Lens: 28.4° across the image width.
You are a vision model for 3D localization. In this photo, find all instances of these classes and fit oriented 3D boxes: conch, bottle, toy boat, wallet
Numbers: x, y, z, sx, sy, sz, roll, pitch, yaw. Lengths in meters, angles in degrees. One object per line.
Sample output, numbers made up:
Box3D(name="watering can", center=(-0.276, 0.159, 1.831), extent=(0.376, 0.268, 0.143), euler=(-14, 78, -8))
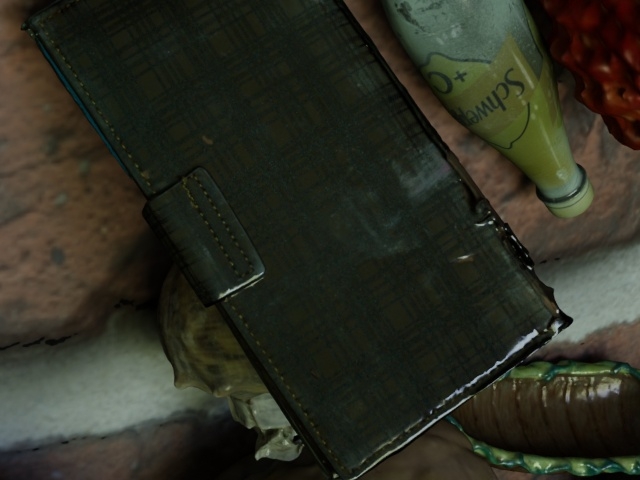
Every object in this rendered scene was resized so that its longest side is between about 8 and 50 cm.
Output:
Box3D(name="conch", center=(0.007, 0.009, 0.808), extent=(0.210, 0.159, 0.291), euler=(-2, 115, -31))
Box3D(name="bottle", center=(0.128, -0.104, 0.873), extent=(0.083, 0.083, 0.269), euler=(-45, 131, -4))
Box3D(name="toy boat", center=(0.167, 0.141, 1.027), extent=(0.293, 0.108, 0.099), euler=(9, 142, -31))
Box3D(name="wallet", center=(-0.014, -0.036, 0.715), extent=(0.169, 0.044, 0.317), euler=(-35, 86, -10))

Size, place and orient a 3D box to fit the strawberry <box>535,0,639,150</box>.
Box3D(name="strawberry", center=(0.270, -0.228, 0.778), extent=(0.267, 0.312, 0.351), euler=(-44, 116, -41))

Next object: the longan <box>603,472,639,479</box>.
Box3D(name="longan", center=(0.371, 0.283, 1.157), extent=(0.243, 0.300, 0.300), euler=(4, 121, 11))

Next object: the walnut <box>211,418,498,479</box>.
Box3D(name="walnut", center=(0.022, 0.246, 0.906), extent=(0.273, 0.227, 0.273), euler=(-15, 121, -27))
